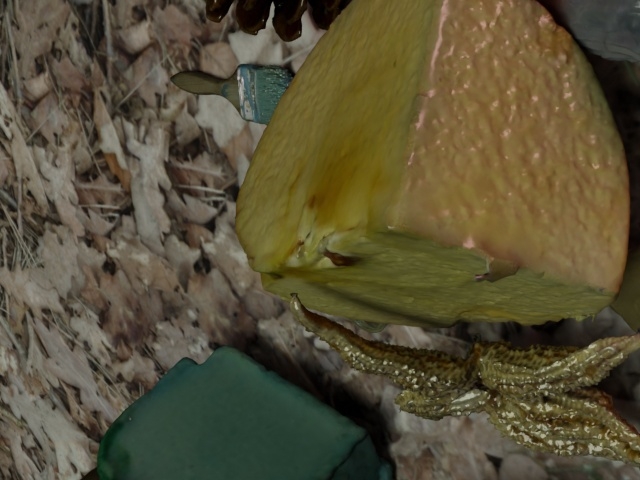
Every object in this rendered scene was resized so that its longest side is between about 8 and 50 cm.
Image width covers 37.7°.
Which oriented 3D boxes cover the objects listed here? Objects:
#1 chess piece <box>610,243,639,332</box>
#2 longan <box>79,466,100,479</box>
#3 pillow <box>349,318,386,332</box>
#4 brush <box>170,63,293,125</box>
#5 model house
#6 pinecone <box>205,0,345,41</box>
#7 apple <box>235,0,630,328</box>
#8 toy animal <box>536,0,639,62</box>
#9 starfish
[{"bbox_3d":[0.290,0.015,0.704,0.090,0.090,0.200,54,147,10],"label":"chess piece"},{"bbox_3d":[-0.242,0.417,1.281,0.258,0.258,0.258,21,123,36],"label":"longan"},{"bbox_3d":[0.000,0.000,0.998,0.217,0.033,0.130,38,133,24],"label":"pillow"},{"bbox_3d":[-0.100,-0.166,1.027,0.196,0.021,0.070,19,122,40],"label":"brush"},{"bbox_3d":[-0.077,0.304,1.117,0.280,0.230,0.249,27,151,35],"label":"model house"},{"bbox_3d":[-0.052,-0.272,0.808,0.208,0.208,0.208,21,123,36],"label":"pinecone"},{"bbox_3d":[0.067,-0.041,0.764,0.314,0.252,0.309,60,157,-5],"label":"apple"},{"bbox_3d":[0.254,-0.165,0.631,0.324,0.090,0.195,54,136,13],"label":"toy animal"},{"bbox_3d":[0.164,0.118,0.785,0.293,0.084,0.301,7,153,35],"label":"starfish"}]
